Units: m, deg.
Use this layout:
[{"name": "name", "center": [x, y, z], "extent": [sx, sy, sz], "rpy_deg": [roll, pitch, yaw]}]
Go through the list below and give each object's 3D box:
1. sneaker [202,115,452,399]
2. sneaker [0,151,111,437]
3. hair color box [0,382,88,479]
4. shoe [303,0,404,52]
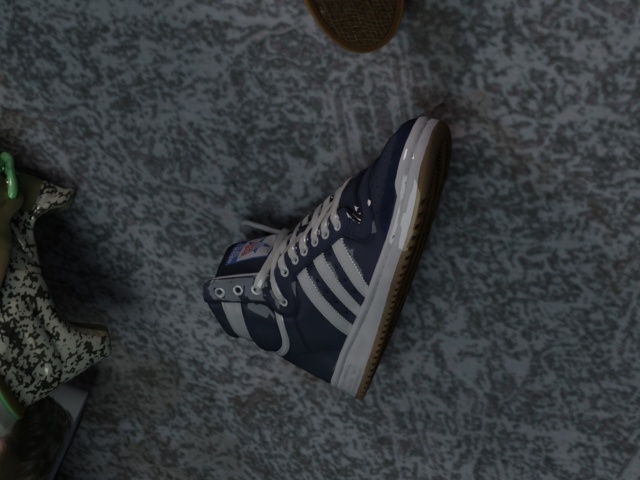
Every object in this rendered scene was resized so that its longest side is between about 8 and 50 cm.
[{"name": "sneaker", "center": [0.000, 0.000, 1.247], "extent": [0.153, 0.099, 0.282], "rpy_deg": [23, 134, 7]}, {"name": "sneaker", "center": [-0.308, -0.033, 1.379], "extent": [0.182, 0.158, 0.410], "rpy_deg": [-25, 99, -9]}, {"name": "hair color box", "center": [-0.423, 0.164, 1.468], "extent": [0.374, 0.185, 0.113], "rpy_deg": [23, 152, -3]}, {"name": "shoe", "center": [0.007, -0.233, 1.106], "extent": [0.076, 0.058, 0.219], "rpy_deg": [-14, 122, 12]}]
